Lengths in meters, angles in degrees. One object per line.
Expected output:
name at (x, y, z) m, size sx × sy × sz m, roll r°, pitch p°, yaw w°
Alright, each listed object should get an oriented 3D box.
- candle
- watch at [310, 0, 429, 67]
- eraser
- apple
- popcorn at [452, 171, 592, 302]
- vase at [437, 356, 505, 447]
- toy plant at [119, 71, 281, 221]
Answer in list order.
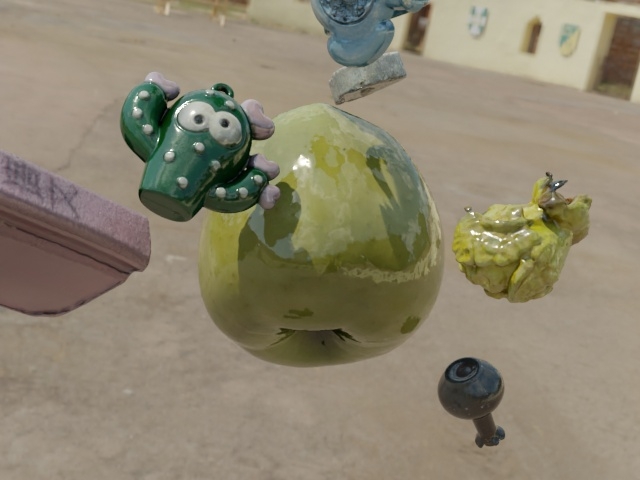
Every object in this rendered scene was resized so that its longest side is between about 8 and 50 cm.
candle at (0.102, -0.351, 1.983) m, size 0.169 × 0.068 × 0.192 m, roll -21°, pitch 3°, yaw -6°
watch at (0.080, -0.378, 1.396) m, size 0.211 × 0.211 × 0.193 m, roll 16°, pitch 19°, yaw 18°
eraser at (-0.491, -0.003, 1.482) m, size 0.359 × 0.272 × 0.122 m, roll 31°, pitch 38°, yaw -50°
apple at (0.000, 0.000, 1.630) m, size 0.474 × 0.473 × 0.473 m, roll 10°, pitch 14°, yaw -3°
popcorn at (0.294, -0.003, 1.343) m, size 0.173 × 0.195 × 0.168 m, roll 51°, pitch -15°, yaw -27°
vase at (0.283, 0.299, 1.654) m, size 0.120 × 0.183 × 0.120 m, roll -18°, pitch 28°, yaw 10°
toy plant at (-0.175, -0.139, 1.339) m, size 0.233 × 0.243 × 0.112 m, roll 3°, pitch -27°, yaw -20°
